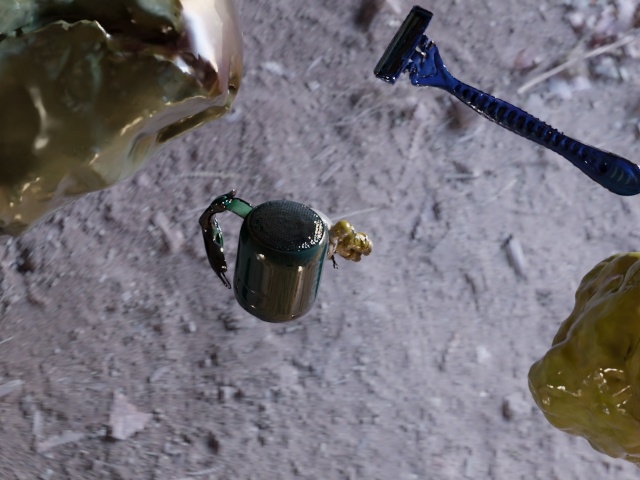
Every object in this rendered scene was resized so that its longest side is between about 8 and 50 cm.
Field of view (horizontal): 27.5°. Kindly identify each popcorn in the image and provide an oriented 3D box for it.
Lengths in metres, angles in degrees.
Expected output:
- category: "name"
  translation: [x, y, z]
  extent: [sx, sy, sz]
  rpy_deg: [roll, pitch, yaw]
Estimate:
- category: "popcorn"
  translation: [0.412, 0.105, 1.357]
  extent: [0.334, 0.292, 0.293]
  rpy_deg: [-12, 47, -36]

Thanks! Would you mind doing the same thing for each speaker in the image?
- category: "speaker"
  translation: [-0.043, 0.009, 0.881]
  extent: [0.094, 0.075, 0.060]
  rpy_deg: [17, 42, 7]

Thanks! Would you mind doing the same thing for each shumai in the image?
- category: "shumai"
  translation: [-0.229, -0.164, 1.029]
  extent: [0.323, 0.397, 0.324]
  rpy_deg: [-13, 113, 8]

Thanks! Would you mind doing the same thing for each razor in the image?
- category: "razor"
  translation: [0.217, -0.138, 1.454]
  extent: [0.324, 0.056, 0.093]
  rpy_deg: [31, 83, 0]

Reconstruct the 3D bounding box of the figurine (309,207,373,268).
- category: "figurine"
  translation: [0.004, -0.002, 1.558]
  extent: [0.143, 0.101, 0.068]
  rpy_deg: [-4, 62, -24]
